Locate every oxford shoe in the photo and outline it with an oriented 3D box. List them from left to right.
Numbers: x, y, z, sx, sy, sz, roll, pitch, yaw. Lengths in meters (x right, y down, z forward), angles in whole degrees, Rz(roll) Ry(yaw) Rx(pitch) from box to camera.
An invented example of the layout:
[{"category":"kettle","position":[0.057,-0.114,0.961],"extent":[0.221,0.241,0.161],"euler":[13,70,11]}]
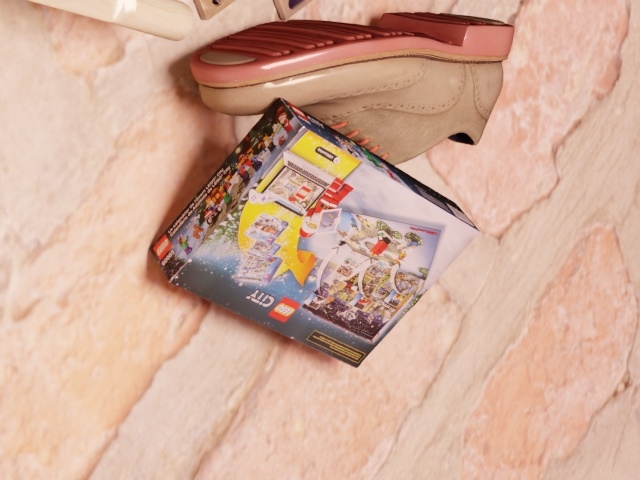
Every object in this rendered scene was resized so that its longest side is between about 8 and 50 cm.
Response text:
[{"category":"oxford shoe","position":[0.037,-0.114,1.407],"extent":[0.348,0.123,0.130],"euler":[-9,109,-43]}]

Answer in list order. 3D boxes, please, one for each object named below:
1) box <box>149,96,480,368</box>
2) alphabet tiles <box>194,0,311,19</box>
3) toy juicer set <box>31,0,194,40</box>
[{"category":"box","position":[0.000,0.000,1.370],"extent":[0.159,0.044,0.233],"euler":[-48,136,13]},{"category":"alphabet tiles","position":[-0.038,-0.283,1.390],"extent":[0.237,0.009,0.198],"euler":[-41,122,-36]},{"category":"toy juicer set","position":[-0.133,-0.268,1.239],"extent":[0.209,0.089,0.329],"euler":[42,59,-52]}]
